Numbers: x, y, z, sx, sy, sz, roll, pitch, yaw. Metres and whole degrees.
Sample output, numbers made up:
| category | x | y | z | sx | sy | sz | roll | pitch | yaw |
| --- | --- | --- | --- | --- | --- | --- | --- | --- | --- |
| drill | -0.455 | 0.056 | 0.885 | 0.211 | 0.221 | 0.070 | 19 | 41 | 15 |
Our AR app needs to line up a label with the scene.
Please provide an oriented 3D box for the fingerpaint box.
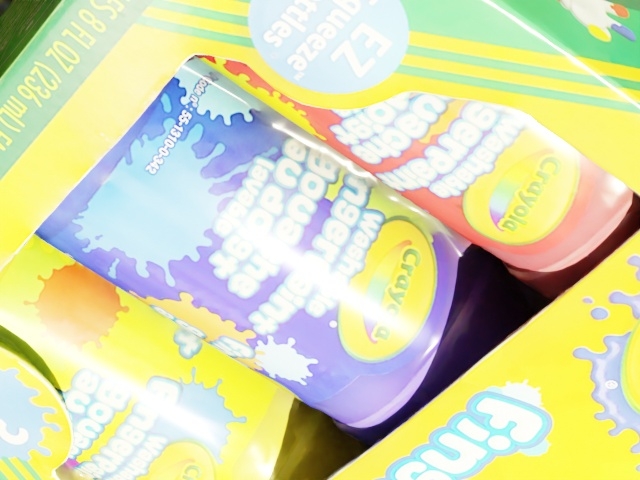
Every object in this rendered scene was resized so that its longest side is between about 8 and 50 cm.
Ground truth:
| category | x | y | z | sx | sy | sz | roll | pitch | yaw |
| --- | --- | --- | --- | --- | --- | --- | --- | --- | --- |
| fingerpaint box | 0.000 | 0.000 | 0.934 | 0.371 | 0.445 | 0.163 | 33 | -138 | -17 |
